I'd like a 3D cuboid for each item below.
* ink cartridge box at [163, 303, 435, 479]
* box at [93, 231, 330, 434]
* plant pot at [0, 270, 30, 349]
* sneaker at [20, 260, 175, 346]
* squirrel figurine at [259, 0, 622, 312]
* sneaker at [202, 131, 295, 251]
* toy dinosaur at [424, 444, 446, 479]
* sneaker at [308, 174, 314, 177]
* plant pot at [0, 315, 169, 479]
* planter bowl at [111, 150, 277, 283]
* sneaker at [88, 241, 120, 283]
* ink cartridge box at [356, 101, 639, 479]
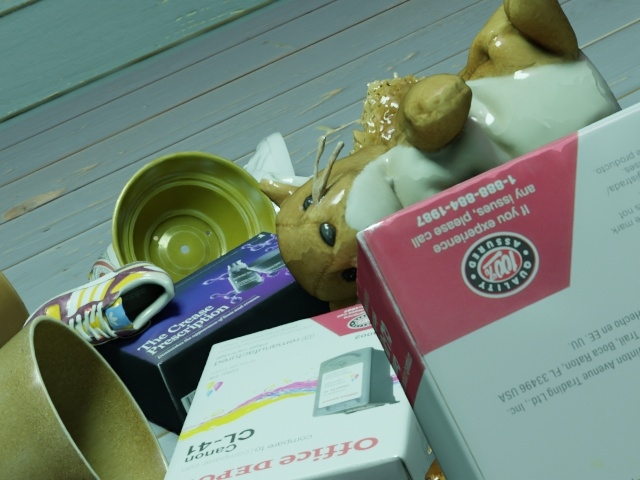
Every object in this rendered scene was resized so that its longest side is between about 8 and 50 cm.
[{"bbox_3d":[-0.002,0.185,1.292,0.226,0.131,0.306,-16,20,12],"label":"ink cartridge box"},{"bbox_3d":[-0.104,0.099,1.649,0.261,0.103,0.184,-31,20,-27],"label":"box"},{"bbox_3d":[-0.550,0.086,1.883,0.291,0.291,0.203,8,50,52],"label":"plant pot"},{"bbox_3d":[-0.246,0.083,1.587,0.185,0.070,0.084,-33,19,-13],"label":"sneaker"},{"bbox_3d":[0.132,-0.065,1.547,0.370,0.281,0.397,-33,3,5],"label":"squirrel figurine"},{"bbox_3d":[-0.114,-0.063,2.057,0.169,0.108,0.292,-17,22,1],"label":"sneaker"},{"bbox_3d":[0.072,0.237,1.017,0.218,0.164,0.322,-14,32,27],"label":"toy dinosaur"},{"bbox_3d":[0.085,-0.037,1.854,0.235,0.095,0.090,-7,-21,-9],"label":"sneaker"},{"bbox_3d":[-0.298,0.237,1.347,0.254,0.237,0.237,-33,20,5],"label":"plant pot"},{"bbox_3d":[-0.167,0.002,1.871,0.217,0.217,0.090,-29,-5,-23],"label":"planter bowl"},{"bbox_3d":[-0.254,0.075,1.903,0.093,0.088,0.225,-47,24,8],"label":"sneaker"},{"bbox_3d":[0.223,0.125,0.858,0.279,0.385,0.160,-23,-16,-7],"label":"ink cartridge box"}]
